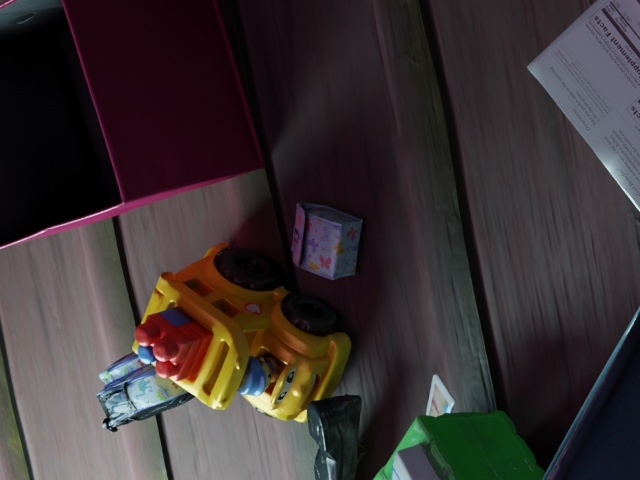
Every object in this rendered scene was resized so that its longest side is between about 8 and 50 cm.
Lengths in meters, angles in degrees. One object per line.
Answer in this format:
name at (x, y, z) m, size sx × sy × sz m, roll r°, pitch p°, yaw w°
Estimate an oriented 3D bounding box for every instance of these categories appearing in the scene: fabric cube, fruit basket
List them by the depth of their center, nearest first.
fruit basket at (0.137, 0.373, 1.803) m, size 0.327 × 0.165 × 0.353 m, roll -120°, pitch 41°, yaw -52°
fabric cube at (-0.266, -0.153, 1.953) m, size 0.259 × 0.258 × 0.254 m, roll -17°, pitch 92°, yaw 36°

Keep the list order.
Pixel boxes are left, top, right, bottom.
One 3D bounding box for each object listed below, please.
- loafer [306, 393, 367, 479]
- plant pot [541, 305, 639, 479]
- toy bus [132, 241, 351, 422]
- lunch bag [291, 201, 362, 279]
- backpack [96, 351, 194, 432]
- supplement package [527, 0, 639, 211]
loafer at (0.027, 0.254, 1.967) m, size 0.062 × 0.061 × 0.170 m, roll -132°, pitch 31°, yaw -51°
plant pot at (0.361, 0.248, 1.462) m, size 0.334 × 0.341 × 0.341 m, roll 28°, pitch 117°, yaw 10°
toy bus at (-0.108, 0.122, 1.938) m, size 0.220 × 0.211 × 0.149 m, roll 35°, pitch 117°, yaw 22°
lunch bag at (0.000, 0.000, 1.931) m, size 0.083 × 0.053 × 0.071 m, roll 23°, pitch 112°, yaw 38°
backpack at (-0.209, 0.173, 2.084) m, size 0.114 × 0.105 × 0.084 m, roll -22°, pitch 89°, yaw 31°
supplement package at (0.357, -0.114, 1.561) m, size 0.145 × 0.204 × 0.262 m, roll -43°, pitch 76°, yaw 33°
